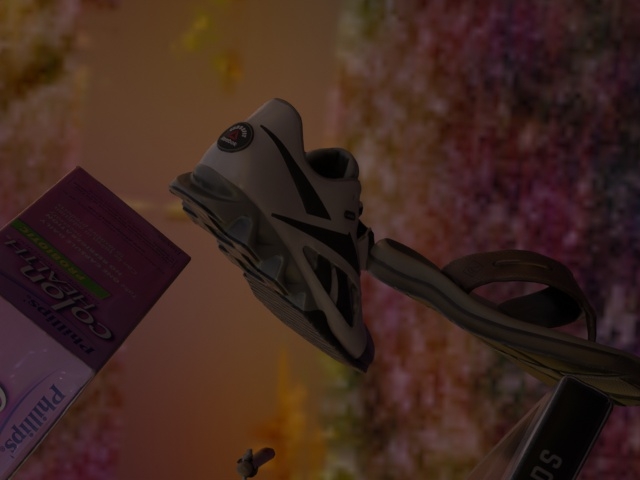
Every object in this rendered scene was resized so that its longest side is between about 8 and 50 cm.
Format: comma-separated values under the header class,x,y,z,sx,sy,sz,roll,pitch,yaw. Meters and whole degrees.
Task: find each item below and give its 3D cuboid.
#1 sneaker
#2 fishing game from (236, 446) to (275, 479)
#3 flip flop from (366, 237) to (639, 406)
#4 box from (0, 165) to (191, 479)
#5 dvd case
class,x,y,z,sx,sy,sz,roll,pitch,yaw
sneaker,0.000,0.000,1.669,0.146,0.122,0.330,-50,-37,-13
fishing game,-0.026,0.239,0.965,0.189,0.041,0.264,44,-134,-84
flip flop,0.140,0.043,1.363,0.277,0.112,0.080,30,87,51
box,-0.228,0.088,1.340,0.213,0.117,0.243,-49,4,21
dvd case,0.059,0.170,0.865,0.179,0.029,0.238,-60,-3,-19
